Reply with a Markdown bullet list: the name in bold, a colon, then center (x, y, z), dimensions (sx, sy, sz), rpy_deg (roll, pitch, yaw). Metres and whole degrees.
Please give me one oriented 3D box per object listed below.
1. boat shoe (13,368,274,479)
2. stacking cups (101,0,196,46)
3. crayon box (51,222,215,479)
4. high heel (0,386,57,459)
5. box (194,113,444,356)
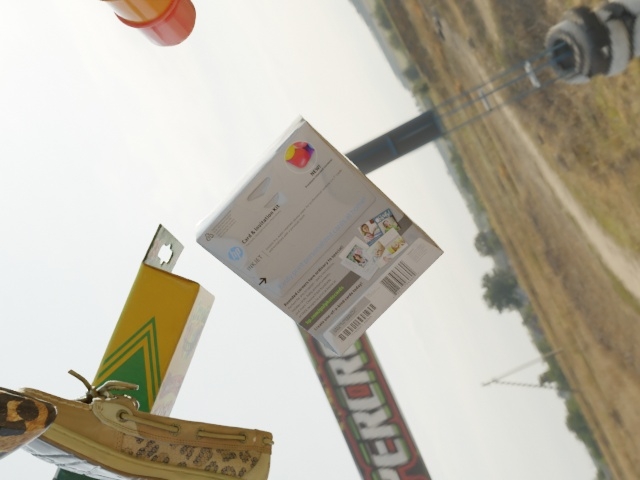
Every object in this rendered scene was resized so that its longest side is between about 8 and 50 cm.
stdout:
- **boat shoe**: center (-0.172, 0.188, 0.764), dimensions (0.285, 0.104, 0.089), rpy_deg (30, -118, -31)
- **stacking cups**: center (-0.190, -0.266, 0.702), dimensions (0.096, 0.096, 0.316), rpy_deg (66, -169, 15)
- **crayon box**: center (-0.216, 0.151, 1.017), dimensions (0.081, 0.319, 0.202), rpy_deg (20, 172, 1)
- **high heel**: center (-0.298, 0.176, 0.480), dimensions (0.186, 0.261, 0.093), rpy_deg (-104, 6, -56)
- **box**: center (0.000, 0.000, 0.738), dimensions (0.186, 0.145, 0.038), rpy_deg (40, -172, -23)
